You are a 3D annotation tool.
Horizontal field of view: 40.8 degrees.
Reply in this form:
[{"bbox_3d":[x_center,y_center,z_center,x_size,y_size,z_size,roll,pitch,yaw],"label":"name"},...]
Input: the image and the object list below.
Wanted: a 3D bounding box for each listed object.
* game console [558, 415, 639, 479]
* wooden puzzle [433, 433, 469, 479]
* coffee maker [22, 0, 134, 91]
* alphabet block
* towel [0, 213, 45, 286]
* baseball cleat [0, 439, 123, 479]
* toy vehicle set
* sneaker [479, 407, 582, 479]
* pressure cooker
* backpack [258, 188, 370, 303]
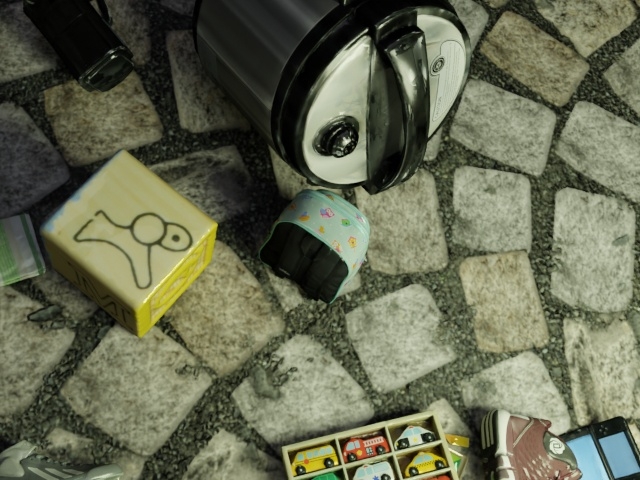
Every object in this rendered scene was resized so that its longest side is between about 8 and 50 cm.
[{"bbox_3d":[0.477,0.372,1.451,0.071,0.107,0.122,-6,69,-42],"label":"game console"},{"bbox_3d":[0.203,0.373,1.429,0.078,0.014,0.116,21,68,-2],"label":"wooden puzzle"},{"bbox_3d":[-0.428,-0.355,1.498,0.178,0.120,0.171,50,26,10],"label":"coffee maker"},{"bbox_3d":[-0.301,0.009,1.373,0.197,0.193,0.192,39,70,5],"label":"alphabet block"},{"bbox_3d":[-0.540,0.026,1.418,0.152,0.023,0.113,-19,73,-14],"label":"towel"},{"bbox_3d":[-0.407,0.345,1.298,0.205,0.072,0.109,-11,66,-18],"label":"baseball cleat"},{"bbox_3d":[0.083,0.382,1.374,0.266,0.035,0.166,-11,63,-12],"label":"toy vehicle set"},{"bbox_3d":[0.353,0.415,1.395,0.162,0.106,0.281,6,69,-12],"label":"sneaker"},{"bbox_3d":[0.033,-0.287,1.404,0.375,0.370,0.420,-52,56,17],"label":"pressure cooker"},{"bbox_3d":[0.000,0.000,1.433,0.166,0.188,0.144,37,68,5],"label":"backpack"}]
